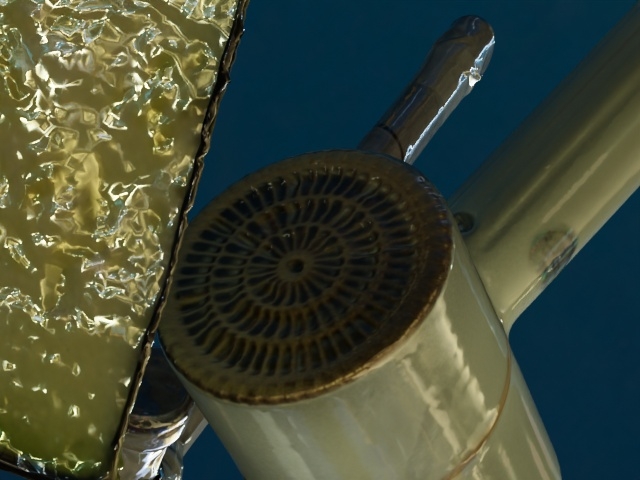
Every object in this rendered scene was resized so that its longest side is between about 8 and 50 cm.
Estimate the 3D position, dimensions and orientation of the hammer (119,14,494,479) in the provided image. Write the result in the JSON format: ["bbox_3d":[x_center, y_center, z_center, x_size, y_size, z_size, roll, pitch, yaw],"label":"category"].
[{"bbox_3d":[-0.001,0.000,0.969,0.427,0.044,0.152,-52,-16,-42],"label":"hammer"}]

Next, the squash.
[{"bbox_3d":[-0.091,-0.043,0.583,0.085,0.184,0.192,-1,-68,-62],"label":"squash"}]

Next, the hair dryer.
[{"bbox_3d":[0.106,-0.026,0.736,0.357,0.107,0.173,-45,-40,-15],"label":"hair dryer"}]
